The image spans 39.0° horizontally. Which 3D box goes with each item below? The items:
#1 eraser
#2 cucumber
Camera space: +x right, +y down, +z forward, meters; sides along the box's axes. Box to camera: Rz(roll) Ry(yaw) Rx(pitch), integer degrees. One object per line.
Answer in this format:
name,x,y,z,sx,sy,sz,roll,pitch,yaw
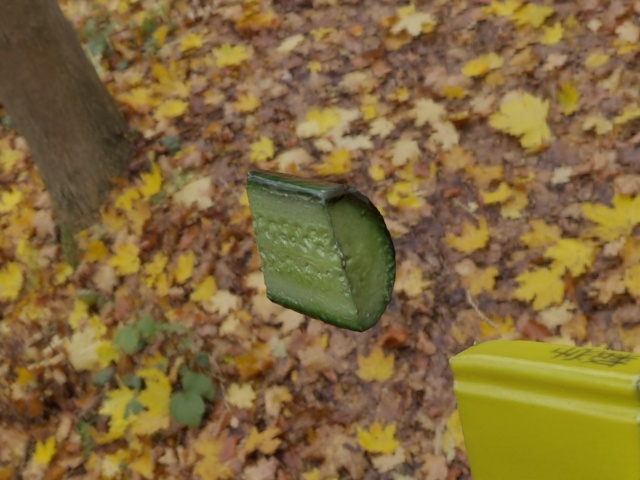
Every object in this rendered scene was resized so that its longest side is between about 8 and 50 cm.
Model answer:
eraser,0.232,0.178,0.847,0.069,0.157,0.226,-18,12,-38
cucumber,0.000,0.000,0.712,0.115,0.116,0.062,12,30,41
